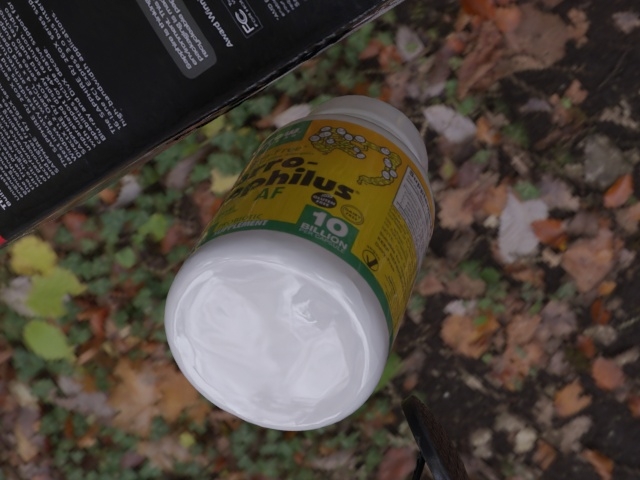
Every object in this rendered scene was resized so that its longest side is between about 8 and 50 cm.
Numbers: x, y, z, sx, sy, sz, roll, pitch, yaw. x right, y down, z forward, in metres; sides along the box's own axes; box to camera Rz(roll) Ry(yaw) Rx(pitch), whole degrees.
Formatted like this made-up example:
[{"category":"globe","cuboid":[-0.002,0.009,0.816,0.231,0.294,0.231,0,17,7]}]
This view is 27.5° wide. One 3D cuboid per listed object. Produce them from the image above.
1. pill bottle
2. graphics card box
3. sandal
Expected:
[{"category":"pill bottle","cuboid":[0.000,0.000,0.734,0.117,0.208,0.118,8,122,13]},{"category":"graphics card box","cuboid":[-0.105,-0.146,0.527,0.233,0.094,0.371,60,148,-5]},{"category":"sandal","cuboid":[0.080,0.180,0.778,0.040,0.067,0.179,-23,88,12]}]
